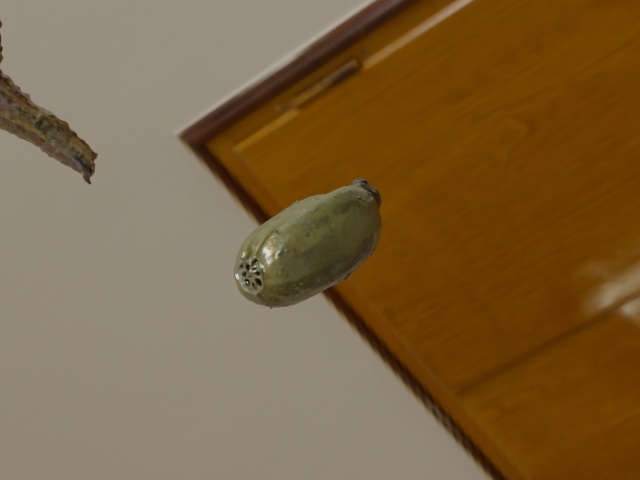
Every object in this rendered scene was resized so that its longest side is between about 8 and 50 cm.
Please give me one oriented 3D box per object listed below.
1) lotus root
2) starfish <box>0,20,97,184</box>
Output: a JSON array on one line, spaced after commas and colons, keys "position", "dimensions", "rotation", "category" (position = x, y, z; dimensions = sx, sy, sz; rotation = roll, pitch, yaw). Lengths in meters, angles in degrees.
[{"position": [0.001, 0.001, 1.105], "dimensions": [0.183, 0.090, 0.077], "rotation": [-35, -74, -45], "category": "lotus root"}, {"position": [-0.376, -0.236, 0.960], "dimensions": [0.132, 0.384, 0.398], "rotation": [-77, -14, -48], "category": "starfish"}]
